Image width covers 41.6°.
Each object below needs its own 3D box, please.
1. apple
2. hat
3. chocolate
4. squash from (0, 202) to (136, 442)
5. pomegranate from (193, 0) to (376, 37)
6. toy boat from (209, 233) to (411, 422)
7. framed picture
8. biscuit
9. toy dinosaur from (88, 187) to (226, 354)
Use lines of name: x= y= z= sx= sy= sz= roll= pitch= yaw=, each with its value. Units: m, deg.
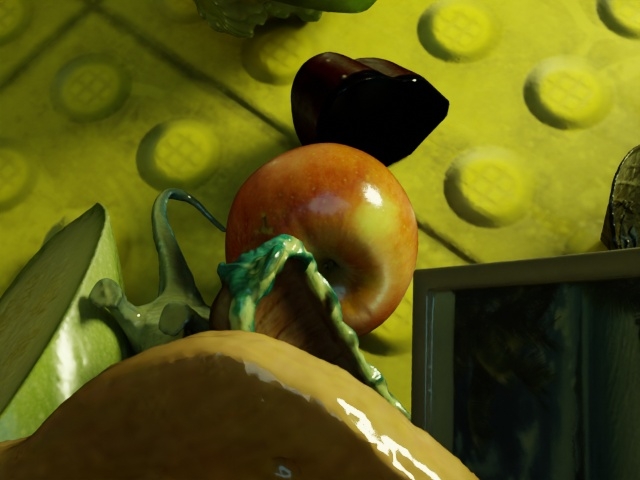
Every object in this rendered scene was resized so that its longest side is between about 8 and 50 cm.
apple: x=0.000 y=0.000 z=0.688 sx=0.163 sy=0.164 sz=0.139 roll=-14 pitch=23 yaw=-2
hat: x=0.268 y=-0.005 z=0.720 sx=0.145 sy=0.067 sz=0.146 roll=7 pitch=77 yaw=-34
chocolate: x=0.033 y=-0.117 z=0.771 sx=0.148 sy=0.125 sz=0.080 roll=-9 pitch=48 yaw=-39
squash: x=-0.239 y=0.087 z=0.650 sx=0.189 sy=0.189 sz=0.261 roll=-16 pitch=69 yaw=-2
pomegranate: x=-0.013 y=-0.324 z=0.800 sx=0.340 sy=0.260 sz=0.260 roll=-20 pitch=62 yaw=-37
toy boat: x=0.014 y=0.120 z=0.616 sx=0.099 sy=0.293 sz=0.109 roll=-13 pitch=35 yaw=40
framed picture: x=0.140 y=0.165 z=0.504 sx=0.232 sy=0.024 sz=0.315 roll=-10 pitch=76 yaw=49
biscuit: x=-0.041 y=0.246 z=0.473 sx=0.365 sy=0.062 sz=0.385 roll=-26 pitch=94 yaw=18
toy dinosaur: x=-0.102 y=0.089 z=0.624 sx=0.076 sy=0.147 sz=0.363 roll=-21 pitch=60 yaw=7
